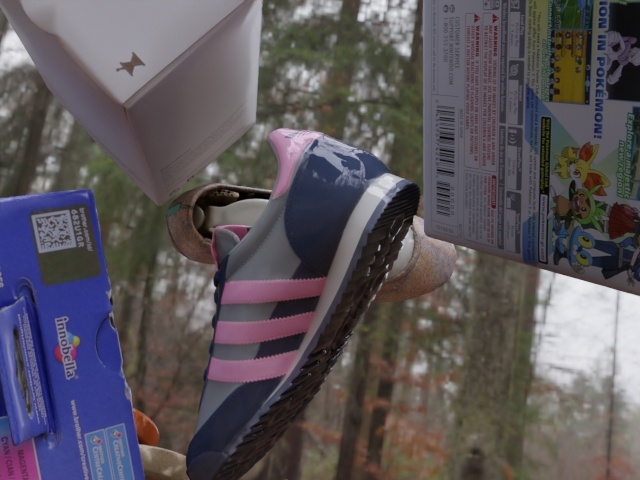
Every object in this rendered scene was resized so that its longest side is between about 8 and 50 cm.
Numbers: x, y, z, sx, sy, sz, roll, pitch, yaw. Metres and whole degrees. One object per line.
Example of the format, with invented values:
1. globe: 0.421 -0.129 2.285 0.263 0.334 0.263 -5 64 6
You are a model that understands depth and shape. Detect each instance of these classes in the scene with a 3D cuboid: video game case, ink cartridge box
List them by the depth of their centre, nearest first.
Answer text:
1. video game case: 0.184 -0.138 0.748 0.036 0.329 0.300 -10 16 -32
2. ink cartridge box: -0.283 0.104 0.877 0.151 0.270 0.395 -11 1 -30

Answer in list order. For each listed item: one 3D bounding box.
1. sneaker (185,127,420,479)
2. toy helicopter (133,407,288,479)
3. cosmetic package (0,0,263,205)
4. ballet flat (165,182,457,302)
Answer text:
1. sneaker: -0.046 0.058 0.793 0.131 0.319 0.112 36 17 18
2. toy helicopter: -0.146 0.340 1.079 0.234 0.140 0.355 6 -45 11
3. cosmetic package: -0.171 -0.179 0.898 0.197 0.155 0.365 47 -11 3
4. ballet flat: 0.000 0.000 0.997 0.315 0.108 0.106 5 -15 -10
